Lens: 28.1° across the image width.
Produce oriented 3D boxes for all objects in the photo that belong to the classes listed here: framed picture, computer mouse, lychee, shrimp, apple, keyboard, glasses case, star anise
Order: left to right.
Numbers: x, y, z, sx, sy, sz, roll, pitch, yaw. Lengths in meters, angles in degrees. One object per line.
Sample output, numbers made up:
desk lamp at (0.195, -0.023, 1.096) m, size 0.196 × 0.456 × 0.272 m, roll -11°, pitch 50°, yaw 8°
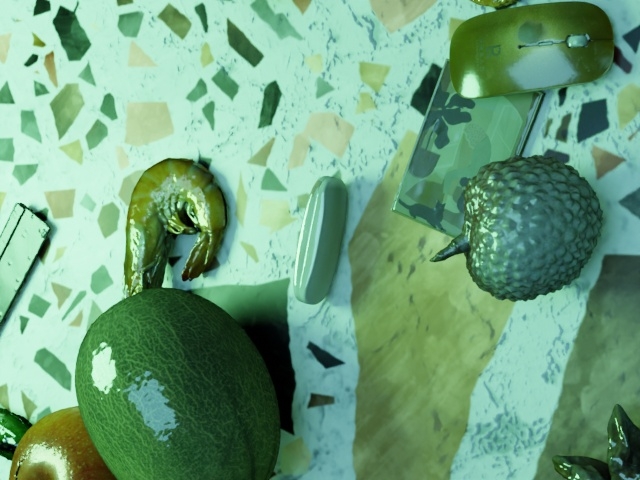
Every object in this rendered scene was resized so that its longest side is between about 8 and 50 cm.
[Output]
keyboard at (-0.473, 0.057, 1.917) m, size 0.072 × 0.023 × 0.231 m, roll 36°, pitch 106°, yaw 19°
apple at (-0.324, 0.340, 1.731) m, size 0.235 × 0.173 × 0.210 m, roll 45°, pitch 109°, yaw 25°
shrimp at (-0.207, 0.008, 1.741) m, size 0.150 × 0.068 × 0.249 m, roll 16°, pitch 91°, yaw 25°
glasses case at (0.000, 0.000, 1.617) m, size 0.041 × 0.063 × 0.164 m, roll 12°, pitch 95°, yaw 28°
framed picture at (0.175, -0.105, 1.548) m, size 0.136 × 0.010 × 0.201 m, roll 25°, pitch 101°, yaw 29°
lychee at (0.218, -0.012, 1.430) m, size 0.197 × 0.165 × 0.165 m, roll -7°, pitch 84°, yaw -4°
computer mouse at (0.240, -0.220, 1.489) m, size 0.199 × 0.045 × 0.102 m, roll -3°, pitch 83°, yaw 28°
star anise at (0.355, 0.283, 1.393) m, size 0.212 × 0.073 × 0.197 m, roll 47°, pitch 113°, yaw 21°

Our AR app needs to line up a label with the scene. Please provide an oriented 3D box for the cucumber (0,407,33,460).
cucumber at (-0.493, 0.271, 1.898) m, size 0.227 × 0.069 × 0.069 m, roll 19°, pitch 98°, yaw 34°

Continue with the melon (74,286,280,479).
melon at (-0.175, 0.207, 1.614) m, size 0.237 × 0.237 × 0.302 m, roll -38°, pitch 75°, yaw 24°

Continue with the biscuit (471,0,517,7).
biscuit at (0.238, -0.393, 1.511) m, size 0.118 × 0.029 × 0.247 m, roll 35°, pitch 105°, yaw 26°
